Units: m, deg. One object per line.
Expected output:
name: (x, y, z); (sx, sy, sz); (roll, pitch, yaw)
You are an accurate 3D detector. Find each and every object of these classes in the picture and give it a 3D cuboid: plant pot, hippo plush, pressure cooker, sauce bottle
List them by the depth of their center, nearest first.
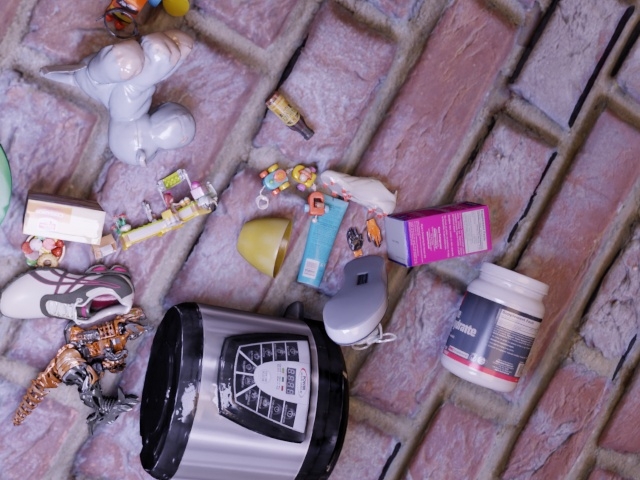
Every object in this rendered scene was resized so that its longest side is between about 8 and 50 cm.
hippo plush: (-0.359, -0.262, 1.655); (0.294, 0.234, 0.237); (-21, 104, -16)
pressure cooker: (-0.136, 0.325, 1.762); (0.420, 0.375, 0.370); (13, 112, -21)
plant pot: (-0.126, 0.005, 1.845); (0.095, 0.134, 0.134); (17, 93, 5)
sauce bottle: (-0.065, -0.271, 1.858); (0.128, 0.042, 0.042); (40, 84, -20)

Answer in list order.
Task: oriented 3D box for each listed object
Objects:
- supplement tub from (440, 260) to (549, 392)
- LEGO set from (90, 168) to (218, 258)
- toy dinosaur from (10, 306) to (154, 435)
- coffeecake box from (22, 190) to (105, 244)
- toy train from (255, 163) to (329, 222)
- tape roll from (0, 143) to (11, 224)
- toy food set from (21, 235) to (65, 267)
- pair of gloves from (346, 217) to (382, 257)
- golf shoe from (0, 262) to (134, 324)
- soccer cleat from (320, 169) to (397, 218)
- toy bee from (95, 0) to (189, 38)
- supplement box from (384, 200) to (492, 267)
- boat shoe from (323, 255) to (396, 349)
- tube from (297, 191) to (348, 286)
supplement tub: (0.415, 0.204, 2.020); (0.191, 0.191, 0.272); (20, 91, -21)
LEGO set: (-0.349, -0.065, 1.762); (0.287, 0.132, 0.107); (-24, 89, 9)
toy dinosaur: (-0.483, 0.275, 1.770); (0.322, 0.164, 0.218); (-34, 94, 8)
coffeecake box: (-0.503, -0.046, 1.664); (0.142, 0.185, 0.068); (10, 95, -20)
toy train: (-0.055, -0.109, 1.871); (0.166, 0.046, 0.125); (7, 81, -19)
tape roll: (-0.758, -0.109, 1.625); (0.321, 0.077, 0.321); (-3, 99, -19)
toy food set: (-0.565, 0.019, 1.741); (0.082, 0.020, 0.083); (33, 87, -21)
pair of gloves: (0.102, -0.006, 1.975); (0.083, 0.010, 0.074); (-24, 107, -11)
golf shoe: (-0.511, 0.114, 1.715); (0.272, 0.120, 0.105); (-10, 121, -16)
soccer cleat: (0.087, -0.120, 1.928); (0.196, 0.068, 0.076); (27, 74, -22)
toy bee: (-0.373, -0.497, 1.676); (0.298, 0.162, 0.195); (-44, 102, -34)
supplement box: (0.273, -0.017, 1.979); (0.220, 0.111, 0.114); (-9, 101, -18)
boat shoe: (0.091, 0.168, 1.834); (0.135, 0.367, 0.157); (-10, 108, 10)
tube: (0.000, 0.000, 1.923); (0.080, 0.052, 0.207); (18, 86, -23)
